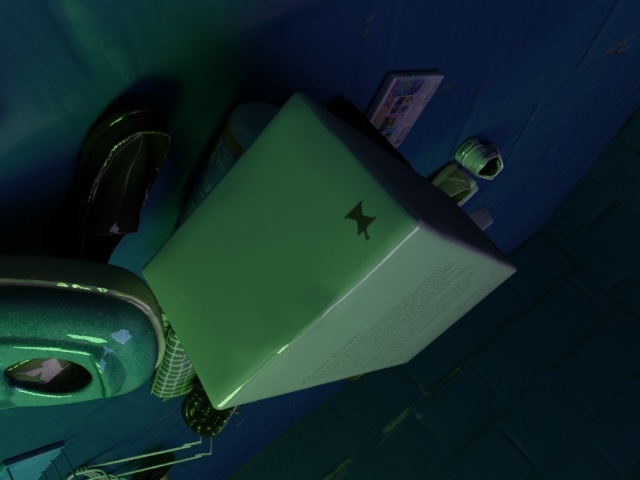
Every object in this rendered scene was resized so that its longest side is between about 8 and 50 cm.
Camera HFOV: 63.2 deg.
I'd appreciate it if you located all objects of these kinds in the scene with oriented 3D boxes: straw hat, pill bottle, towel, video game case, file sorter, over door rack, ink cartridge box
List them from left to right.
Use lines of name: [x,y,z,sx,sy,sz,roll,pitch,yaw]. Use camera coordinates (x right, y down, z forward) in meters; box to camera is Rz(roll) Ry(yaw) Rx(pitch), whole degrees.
file sorter: [-0.556,0.488,0.978,0.170,0.104,0.118,-47,158,19]
over door rack: [-0.424,0.572,1.290,0.323,0.108,0.240,-20,155,-15]
straw hat: [-0.459,0.668,1.459,0.144,0.061,0.144,-21,-166,5]
towel: [-0.173,0.148,0.937,0.283,0.121,0.235,-24,154,-38]
pill bottle: [-0.099,-0.026,0.672,0.152,0.152,0.272,-12,145,-51]
video game case: [0.123,-0.212,0.871,0.143,0.019,0.157,-19,151,-43]
ink cartridge box: [0.342,0.027,1.530,0.330,0.072,0.324,-21,165,-50]

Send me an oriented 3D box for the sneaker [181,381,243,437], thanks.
sneaker: [-0.121,0.212,0.892,0.283,0.107,0.124,-43,174,25]

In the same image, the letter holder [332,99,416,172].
letter holder: [0.061,-0.053,0.859,0.214,0.152,0.301,-39,156,14]

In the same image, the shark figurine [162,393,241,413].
shark figurine: [-0.279,0.407,1.287,0.166,0.116,0.278,-31,155,-20]

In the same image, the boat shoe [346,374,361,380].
boat shoe: [0.107,0.217,1.161,0.089,0.105,0.285,-21,151,-35]

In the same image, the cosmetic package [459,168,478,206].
cosmetic package: [0.311,-0.081,1.393,0.239,0.060,0.099,-45,164,12]

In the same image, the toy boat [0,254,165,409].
toy boat: [-0.289,0.063,0.463,0.267,0.148,0.319,-2,136,-6]

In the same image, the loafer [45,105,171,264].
loafer: [-0.212,-0.041,0.549,0.080,0.078,0.220,-9,143,-54]

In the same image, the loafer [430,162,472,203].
loafer: [0.266,-0.070,1.246,0.269,0.092,0.102,-49,158,-10]

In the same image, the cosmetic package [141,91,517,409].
cosmetic package: [0.057,0.034,0.609,0.230,0.162,0.453,-45,156,16]

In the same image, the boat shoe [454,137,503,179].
boat shoe: [0.416,-0.192,1.320,0.258,0.084,0.095,-7,141,-55]
